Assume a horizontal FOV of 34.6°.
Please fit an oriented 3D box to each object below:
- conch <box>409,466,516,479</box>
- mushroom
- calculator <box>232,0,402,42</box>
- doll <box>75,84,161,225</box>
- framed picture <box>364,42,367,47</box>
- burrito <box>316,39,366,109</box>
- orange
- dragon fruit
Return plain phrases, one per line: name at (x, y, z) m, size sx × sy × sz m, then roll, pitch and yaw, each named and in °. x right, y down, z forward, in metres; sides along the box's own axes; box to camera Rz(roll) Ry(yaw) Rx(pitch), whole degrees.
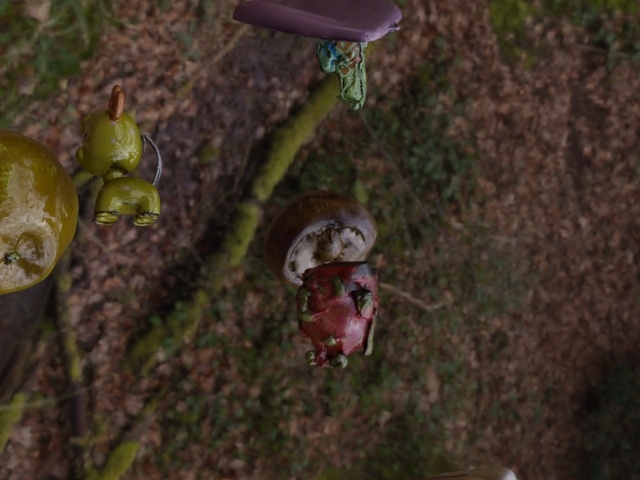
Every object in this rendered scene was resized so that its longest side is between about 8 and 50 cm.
conch at (0.266, 0.500, 1.935) m, size 0.158 × 0.255 × 0.127 m, roll 6°, pitch 74°, yaw -58°
mushroom at (0.000, 0.000, 2.217) m, size 0.253 × 0.253 × 0.153 m, roll 84°, pitch -12°, yaw -51°
calculator at (0.004, -0.410, 1.832) m, size 0.194 × 0.294 × 0.043 m, roll -49°, pitch 148°, yaw -50°
doll at (-0.318, -0.135, 1.625) m, size 0.143 × 0.135 × 0.220 m, roll 136°, pitch -50°, yaw -71°
framed picture at (0.040, -0.604, 2.238) m, size 0.241 × 0.020 × 0.324 m, roll 11°, pitch 96°, yaw -35°
burrito at (0.040, -0.418, 2.185) m, size 0.054 × 0.104 × 0.287 m, roll -112°, pitch -167°, yaw -72°
orange at (-0.527, -0.042, 1.653) m, size 0.279 × 0.279 × 0.235 m, roll 88°, pitch -15°, yaw -46°
dragon fruit at (0.033, 0.125, 1.726) m, size 0.166 × 0.160 × 0.171 m, roll -175°, pitch -101°, yaw -66°
